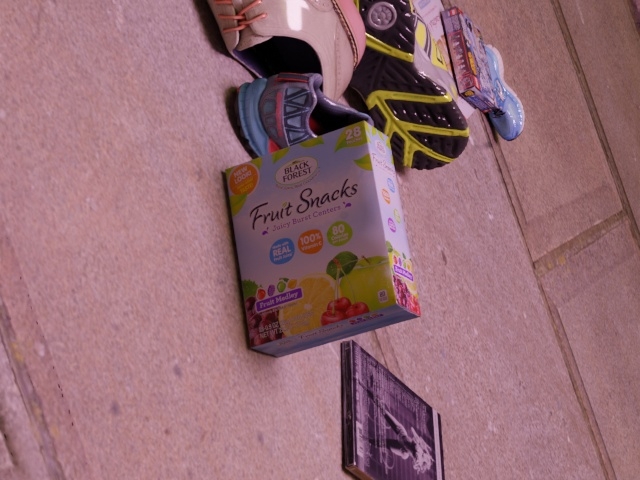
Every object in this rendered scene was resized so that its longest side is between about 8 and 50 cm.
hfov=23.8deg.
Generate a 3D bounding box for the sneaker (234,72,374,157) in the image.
[{"bbox_3d":[0.015,-0.092,1.748,0.262,0.125,0.104,47,38,-39],"label":"sneaker"}]

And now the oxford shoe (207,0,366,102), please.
[{"bbox_3d":[-0.072,-0.298,1.712,0.397,0.140,0.146,49,39,-34],"label":"oxford shoe"}]

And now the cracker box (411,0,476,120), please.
[{"bbox_3d":[0.148,-0.275,2.203,0.232,0.067,0.156,66,26,-12],"label":"cracker box"}]

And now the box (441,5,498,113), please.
[{"bbox_3d":[0.219,-0.264,2.227,0.094,0.027,0.137,30,46,-58],"label":"box"}]

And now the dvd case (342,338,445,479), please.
[{"bbox_3d":[0.088,0.235,1.794,0.221,0.018,0.165,42,37,-44],"label":"dvd case"}]

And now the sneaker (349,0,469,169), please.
[{"bbox_3d":[0.070,-0.267,1.999,0.147,0.145,0.385,-96,162,-53],"label":"sneaker"}]

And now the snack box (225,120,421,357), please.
[{"bbox_3d":[0.000,0.000,1.600,0.070,0.174,0.207,29,47,-58],"label":"snack box"}]

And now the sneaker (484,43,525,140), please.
[{"bbox_3d":[0.270,-0.232,2.445,0.073,0.063,0.162,-28,94,-46],"label":"sneaker"}]
